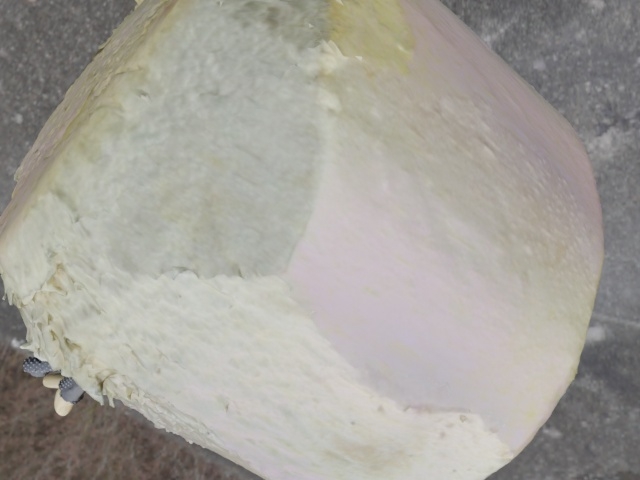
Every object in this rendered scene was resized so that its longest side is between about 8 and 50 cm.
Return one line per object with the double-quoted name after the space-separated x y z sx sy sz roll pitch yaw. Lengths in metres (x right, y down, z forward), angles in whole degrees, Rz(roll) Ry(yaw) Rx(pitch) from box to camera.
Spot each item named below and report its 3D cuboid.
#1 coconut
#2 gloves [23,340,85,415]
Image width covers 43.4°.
0.000 0.000 0.464 0.309 0.298 0.297 37 134 -24 "coconut"
-0.298 0.142 1.024 0.106 0.129 0.180 -10 159 -45 "gloves"
